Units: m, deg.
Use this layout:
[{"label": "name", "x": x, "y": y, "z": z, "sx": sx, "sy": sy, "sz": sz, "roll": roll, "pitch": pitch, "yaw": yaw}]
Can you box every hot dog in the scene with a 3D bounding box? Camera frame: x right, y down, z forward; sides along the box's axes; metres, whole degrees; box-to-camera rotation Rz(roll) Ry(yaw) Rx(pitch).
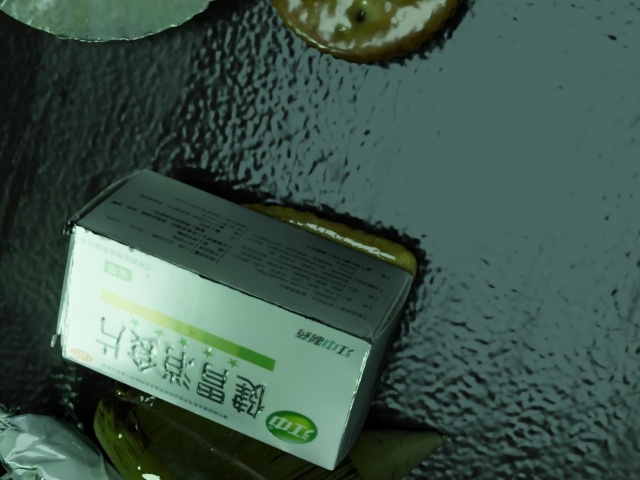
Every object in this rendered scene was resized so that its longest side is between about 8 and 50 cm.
[{"label": "hot dog", "x": 0.000, "y": 0.000, "z": 0.989, "sx": 0.215, "sy": 0.047, "sz": 0.066, "roll": 14, "pitch": 132, "yaw": 14}]

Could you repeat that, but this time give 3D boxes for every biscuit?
[{"label": "biscuit", "x": 0.045, "y": -0.286, "z": 0.930, "sx": 0.220, "sy": 0.066, "sz": 0.221, "roll": 2, "pitch": 97, "yaw": 14}]

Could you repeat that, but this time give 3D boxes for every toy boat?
[{"label": "toy boat", "x": -0.197, "y": -0.336, "z": 0.976, "sx": 0.276, "sy": 0.111, "sz": 0.294, "roll": 24, "pitch": 115, "yaw": 9}]

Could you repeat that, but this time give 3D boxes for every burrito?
[{"label": "burrito", "x": -0.218, "y": 0.328, "z": 1.044, "sx": 0.445, "sy": 0.139, "sz": 0.101, "roll": 43, "pitch": 60, "yaw": 4}]

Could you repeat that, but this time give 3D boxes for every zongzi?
[{"label": "zongzi", "x": -0.059, "y": 0.205, "z": 1.006, "sx": 0.300, "sy": 0.145, "sz": 0.274, "roll": -35, "pitch": 69, "yaw": -18}]

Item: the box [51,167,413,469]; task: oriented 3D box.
[{"label": "box", "x": -0.094, "y": 0.074, "z": 0.949, "sx": 0.332, "sy": 0.145, "sz": 0.173, "roll": 21, "pitch": 121, "yaw": 11}]

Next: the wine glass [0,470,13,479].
[{"label": "wine glass", "x": -0.326, "y": 0.335, "z": 1.101, "sx": 0.072, "sy": 0.072, "sz": 0.155, "roll": -30, "pitch": 89, "yaw": 16}]
